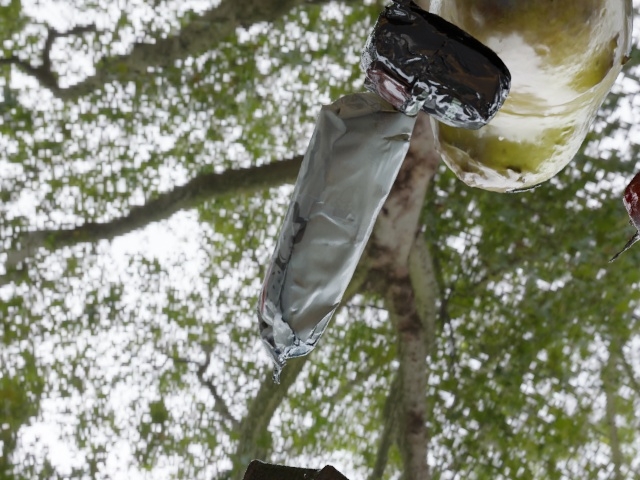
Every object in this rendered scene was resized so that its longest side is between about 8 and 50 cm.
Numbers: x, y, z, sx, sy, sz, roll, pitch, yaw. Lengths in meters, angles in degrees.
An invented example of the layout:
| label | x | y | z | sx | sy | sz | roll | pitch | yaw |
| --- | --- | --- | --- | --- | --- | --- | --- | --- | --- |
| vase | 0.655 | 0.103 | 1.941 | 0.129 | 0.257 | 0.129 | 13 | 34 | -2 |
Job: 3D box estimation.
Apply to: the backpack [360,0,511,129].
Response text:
| label | x | y | z | sx | sy | sz | roll | pitch | yaw |
| --- | --- | --- | --- | --- | --- | --- | --- | --- | --- |
| backpack | 0.120 | -0.181 | 1.063 | 0.165 | 0.120 | 0.106 | 35 | -93 | 3 |

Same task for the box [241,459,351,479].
| label | x | y | z | sx | sy | sz | roll | pitch | yaw |
| --- | --- | --- | --- | --- | --- | --- | --- | --- | --- |
| box | -0.042 | 0.436 | 1.254 | 0.143 | 0.184 | 0.273 | -5 | -130 | 47 |

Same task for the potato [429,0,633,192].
| label | x | y | z | sx | sy | sz | roll | pitch | yaw |
| --- | --- | --- | --- | --- | --- | --- | --- | --- | --- |
| potato | 0.226 | -0.251 | 1.262 | 0.290 | 0.397 | 0.296 | 38 | -158 | 16 |

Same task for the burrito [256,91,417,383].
| label | x | y | z | sx | sy | sz | roll | pitch | yaw |
| --- | --- | --- | --- | --- | --- | --- | --- | --- | --- |
| burrito | 0.000 | 0.000 | 1.364 | 0.139 | 0.446 | 0.101 | 15 | -167 | -37 |

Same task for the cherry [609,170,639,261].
| label | x | y | z | sx | sy | sz | roll | pitch | yaw |
| --- | --- | --- | --- | --- | --- | --- | --- | --- | --- |
| cherry | 0.364 | -0.025 | 0.992 | 0.087 | 0.106 | 0.126 | -20 | -165 | -34 |
